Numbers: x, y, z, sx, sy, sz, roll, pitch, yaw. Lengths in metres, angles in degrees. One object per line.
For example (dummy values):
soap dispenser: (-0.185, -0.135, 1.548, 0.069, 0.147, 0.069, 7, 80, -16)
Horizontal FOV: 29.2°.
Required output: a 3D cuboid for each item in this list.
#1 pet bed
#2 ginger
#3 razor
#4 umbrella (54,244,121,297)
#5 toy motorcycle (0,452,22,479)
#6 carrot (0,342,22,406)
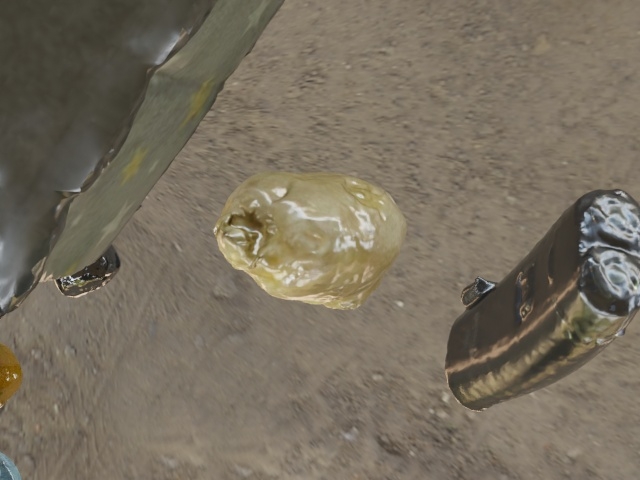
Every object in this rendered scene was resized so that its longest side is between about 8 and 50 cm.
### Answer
pet bed: (-0.112, -0.096, 0.387, 0.183, 0.159, 0.211, 39, 101, 8)
ginger: (0.000, 0.000, 1.213, 0.152, 0.267, 0.138, -50, 60, 9)
razor: (0.270, 0.082, 1.473, 0.107, 0.327, 0.189, 22, 55, -15)
umbrella: (-0.254, -0.124, 1.021, 0.106, 0.113, 0.357, -31, 82, 25)
toy motorcycle: (-0.428, 0.450, 1.675, 0.319, 0.182, 0.241, 44, 126, 15)
carrot: (-0.371, 0.149, 1.176, 0.173, 0.082, 0.082, -25, 103, -46)
